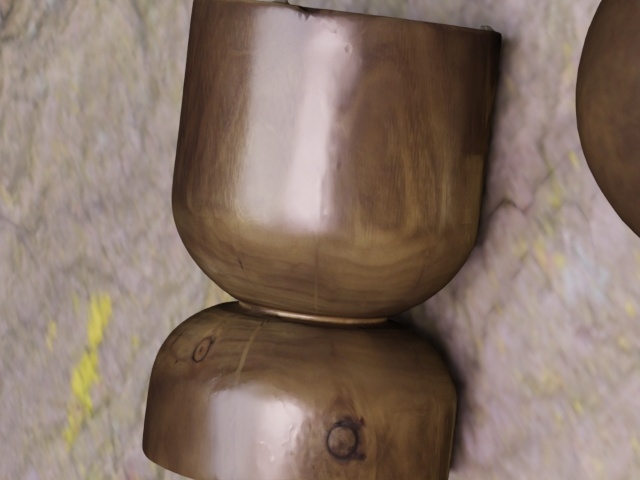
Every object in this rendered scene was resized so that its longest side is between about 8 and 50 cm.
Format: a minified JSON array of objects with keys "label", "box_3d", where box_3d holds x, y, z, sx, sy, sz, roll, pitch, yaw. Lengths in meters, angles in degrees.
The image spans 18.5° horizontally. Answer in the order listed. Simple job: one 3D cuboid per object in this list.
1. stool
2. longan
[{"label":"stool","box_3d":[0.000,0.000,1.119,0.179,0.179,0.264,11,96,47]},{"label":"longan","box_3d":[0.205,-0.064,0.921,0.167,0.167,0.187,-31,87,42]}]
